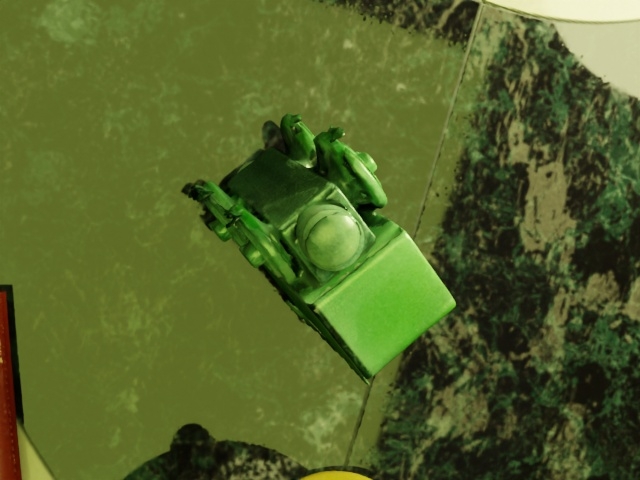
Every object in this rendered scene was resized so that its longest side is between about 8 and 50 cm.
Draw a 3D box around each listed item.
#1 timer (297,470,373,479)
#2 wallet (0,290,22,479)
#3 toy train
[{"bbox_3d":[-0.070,0.389,0.891,0.376,0.376,0.386,-8,52,-9],"label":"timer"},{"bbox_3d":[-0.349,0.149,0.946,0.142,0.045,0.204,-5,94,-8],"label":"wallet"},{"bbox_3d":[0.000,0.000,0.906,0.132,0.243,0.188,-39,115,-6],"label":"toy train"}]
